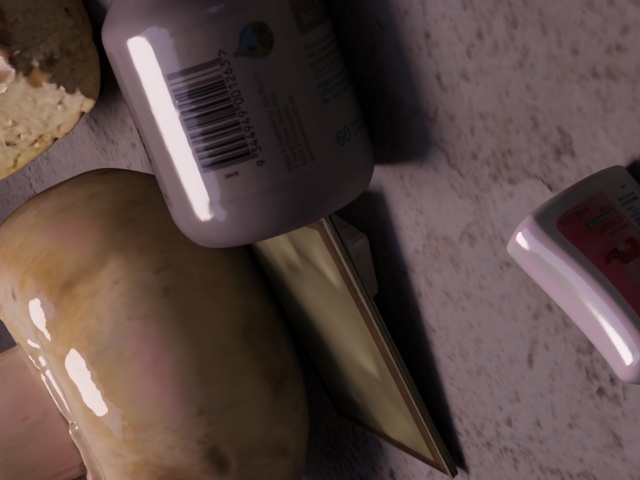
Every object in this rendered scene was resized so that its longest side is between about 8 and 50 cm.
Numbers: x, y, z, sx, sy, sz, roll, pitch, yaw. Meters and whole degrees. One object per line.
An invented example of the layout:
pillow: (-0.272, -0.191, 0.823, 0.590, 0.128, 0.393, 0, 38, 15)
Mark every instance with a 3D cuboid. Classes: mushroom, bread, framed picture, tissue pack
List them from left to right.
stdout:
bread: (-0.332, -0.183, 1.079, 0.224, 0.184, 0.211, -37, 48, 41)
mushroom: (-0.181, 0.110, 0.999, 0.353, 0.353, 0.325, 111, 161, -59)
tissue pack: (0.000, 0.000, 0.830, 0.108, 0.023, 0.056, 36, 146, 44)
framed picture: (0.009, 0.064, 0.852, 0.173, 0.010, 0.231, 18, 139, 59)

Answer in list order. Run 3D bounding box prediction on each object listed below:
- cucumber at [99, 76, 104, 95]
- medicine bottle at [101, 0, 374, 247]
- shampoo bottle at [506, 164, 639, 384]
cucumber: (-0.251, -0.160, 1.148, 0.036, 0.033, 0.184, 47, 166, -31)
medicine bottle: (-0.058, -0.116, 0.692, 0.135, 0.135, 0.215, 11, 124, 60)
shampoo bottle: (0.141, 0.020, 0.518, 0.099, 0.072, 0.043, 52, 152, 21)
